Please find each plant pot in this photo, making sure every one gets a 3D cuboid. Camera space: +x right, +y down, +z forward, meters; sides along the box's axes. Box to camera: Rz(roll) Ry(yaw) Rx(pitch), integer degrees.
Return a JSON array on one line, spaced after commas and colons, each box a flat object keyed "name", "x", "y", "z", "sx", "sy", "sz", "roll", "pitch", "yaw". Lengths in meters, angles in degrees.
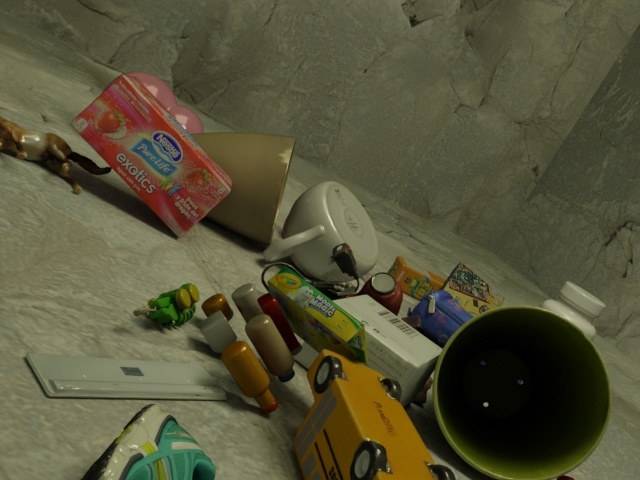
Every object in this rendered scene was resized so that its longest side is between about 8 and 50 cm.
[{"name": "plant pot", "x": -0.216, "y": -0.145, "z": 1.651, "sx": 0.274, "sy": 0.256, "sz": 0.256, "roll": 15, "pitch": 13, "yaw": -2}, {"name": "plant pot", "x": 0.326, "y": 0.259, "z": 1.276, "sx": 0.274, "sy": 0.275, "sz": 0.293, "roll": 32, "pitch": -4, "yaw": 9}]

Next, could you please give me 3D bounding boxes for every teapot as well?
[{"name": "teapot", "x": 0.000, "y": 0.000, "z": 1.667, "sx": 0.256, "sy": 0.187, "sz": 0.252, "roll": 44, "pitch": 30, "yaw": -32}]

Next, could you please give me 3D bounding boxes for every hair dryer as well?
[{"name": "hair dryer", "x": 0.050, "y": 0.106, "z": 1.402, "sx": 0.293, "sy": 0.223, "sz": 0.080, "roll": 45, "pitch": 46, "yaw": -30}]

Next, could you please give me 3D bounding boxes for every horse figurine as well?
[{"name": "horse figurine", "x": -0.532, "y": -0.171, "z": 1.358, "sx": 0.263, "sy": 0.066, "sz": 0.174, "roll": 19, "pitch": 21, "yaw": -38}]

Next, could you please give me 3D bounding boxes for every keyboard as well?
[{"name": "keyboard", "x": -0.221, "y": 0.164, "z": 0.866, "sx": 0.072, "sy": 0.014, "sz": 0.256, "roll": 34, "pitch": 11, "yaw": 39}]

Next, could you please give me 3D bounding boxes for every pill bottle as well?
[{"name": "pill bottle", "x": 0.596, "y": 0.246, "z": 1.838, "sx": 0.152, "sy": 0.272, "sz": 0.152, "roll": 29, "pitch": 12, "yaw": -7}]

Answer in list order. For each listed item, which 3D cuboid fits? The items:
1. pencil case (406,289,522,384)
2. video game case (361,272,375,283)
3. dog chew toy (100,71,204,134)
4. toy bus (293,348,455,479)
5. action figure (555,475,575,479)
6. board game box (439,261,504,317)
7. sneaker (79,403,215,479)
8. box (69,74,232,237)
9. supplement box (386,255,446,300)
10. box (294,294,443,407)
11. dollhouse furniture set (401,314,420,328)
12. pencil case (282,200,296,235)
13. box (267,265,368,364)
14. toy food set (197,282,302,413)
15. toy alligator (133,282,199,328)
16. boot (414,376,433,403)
[{"name": "pencil case", "x": 0.330, "y": 0.224, "z": 1.653, "sx": 0.306, "sy": 0.119, "sz": 0.133, "roll": 44, "pitch": -11, "yaw": 49}, {"name": "video game case", "x": 0.156, "y": 0.114, "z": 1.955, "sx": 0.122, "sy": 0.011, "sz": 0.087, "roll": 24, "pitch": 13, "yaw": -29}, {"name": "dog chew toy", "x": -0.384, "y": -0.261, "z": 1.785, "sx": 0.332, "sy": 0.207, "sz": 0.206, "roll": 37, "pitch": 11, "yaw": -5}, {"name": "toy bus", "x": 0.054, "y": 0.261, "z": 0.832, "sx": 0.108, "sy": 0.130, "sz": 0.333, "roll": 25, "pitch": 13, "yaw": -21}, {"name": "action figure", "x": 0.368, "y": 0.419, "z": 1.041, "sx": 0.139, "sy": 0.091, "sz": 0.280, "roll": 29, "pitch": 11, "yaw": 25}, {"name": "board game box", "x": 0.406, "y": 0.171, "z": 1.992, "sx": 0.165, "sy": 0.042, "sz": 0.243, "roll": 41, "pitch": 34, "yaw": 5}, {"name": "sneaker", "x": -0.149, "y": 0.223, "z": 0.595, "sx": 0.110, "sy": 0.107, "sz": 0.275, "roll": 40, "pitch": 12, "yaw": -1}, {"name": "box", "x": -0.325, "y": -0.170, "z": 1.445, "sx": 0.300, "sy": 0.142, "sz": 0.154, "roll": 48, "pitch": 4, "yaw": -11}, {"name": "supplement box", "x": 0.305, "y": 0.134, "z": 2.069, "sx": 0.233, "sy": 0.078, "sz": 0.080, "roll": 27, "pitch": 15, "yaw": -12}, {"name": "box", "x": 0.087, "y": 0.192, "z": 1.217, "sx": 0.181, "sy": 0.119, "sz": 0.182, "roll": 35, "pitch": 13, "yaw": 20}, {"name": "dollhouse furniture set", "x": 0.174, "y": 0.231, "z": 1.535, "sx": 0.114, "sy": 0.091, "sz": 0.081, "roll": -75, "pitch": 149, "yaw": -55}, {"name": "pencil case", "x": 0.012, "y": -0.008, "z": 1.903, "sx": 0.236, "sy": 0.104, "sz": 0.104, "roll": 28, "pitch": 12, "yaw": -16}, {"name": "box", "x": 0.005, "y": 0.122, "z": 1.031, "sx": 0.179, "sy": 0.043, "sz": 0.105, "roll": 37, "pitch": -26, "yaw": 29}, {"name": "toy food set", "x": -0.096, "y": 0.145, "z": 1.043, "sx": 0.104, "sy": 0.111, "sz": 0.232, "roll": 62, "pitch": -12, "yaw": -20}, {"name": "toy alligator", "x": -0.216, "y": 0.102, "z": 1.040, "sx": 0.189, "sy": 0.056, "sz": 0.051, "roll": -37, "pitch": 108, "yaw": -77}, {"name": "boot", "x": 0.158, "y": 0.254, "z": 1.345, "sx": 0.106, "sy": 0.037, "sz": 0.114, "roll": 31, "pitch": 16, "yaw": 12}]
